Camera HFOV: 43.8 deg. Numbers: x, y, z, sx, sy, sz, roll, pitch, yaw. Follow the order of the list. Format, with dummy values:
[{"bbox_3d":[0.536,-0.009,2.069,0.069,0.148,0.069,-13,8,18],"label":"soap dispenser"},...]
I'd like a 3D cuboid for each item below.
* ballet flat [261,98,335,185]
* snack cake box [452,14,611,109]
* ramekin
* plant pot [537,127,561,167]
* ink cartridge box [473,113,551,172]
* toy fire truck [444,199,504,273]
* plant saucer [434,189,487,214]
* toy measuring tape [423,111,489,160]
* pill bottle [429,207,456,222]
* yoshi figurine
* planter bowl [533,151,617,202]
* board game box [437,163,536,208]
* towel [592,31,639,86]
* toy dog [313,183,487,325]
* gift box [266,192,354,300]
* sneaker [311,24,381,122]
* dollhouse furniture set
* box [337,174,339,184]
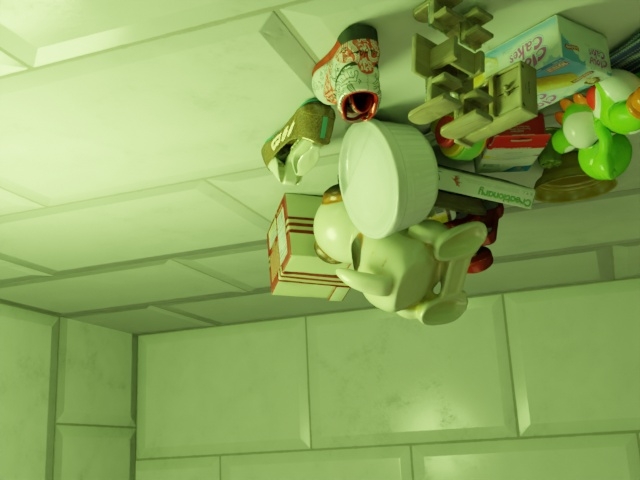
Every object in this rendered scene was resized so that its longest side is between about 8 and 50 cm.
[{"bbox_3d":[-0.054,-0.198,1.806,0.116,0.124,0.342,5,163,-24],"label":"ballet flat"},{"bbox_3d":[0.397,-0.318,1.527,0.152,0.089,0.264,10,160,-35],"label":"snack cake box"},{"bbox_3d":[0.157,-0.145,1.804,0.127,0.273,0.273,-10,168,-26],"label":"ramekin"},{"bbox_3d":[0.550,-0.219,1.917,0.083,0.079,0.083,-3,164,-1],"label":"plant pot"},{"bbox_3d":[0.441,-0.232,1.853,0.134,0.078,0.231,-2,165,-1],"label":"ink cartridge box"},{"bbox_3d":[0.383,-0.025,2.343,0.302,0.169,0.254,-12,-154,24],"label":"toy fire truck"},{"bbox_3d":[0.288,-0.118,2.005,0.278,0.041,0.278,14,-169,-3],"label":"plant saucer"},{"bbox_3d":[0.289,-0.217,1.817,0.121,0.121,0.330,5,163,-24],"label":"toy measuring tape"},{"bbox_3d":[0.259,-0.086,2.208,0.215,0.117,0.117,-16,162,7],"label":"pill bottle"},{"bbox_3d":[0.621,-0.227,1.618,0.204,0.203,0.362,-3,171,-16],"label":"yoshi figurine"},{"bbox_3d":[0.654,-0.173,2.075,0.217,0.090,0.217,-2,164,-1],"label":"planter bowl"},{"bbox_3d":[0.350,-0.145,1.964,0.305,0.053,0.193,11,-171,-13],"label":"board game box"},{"bbox_3d":[0.712,-0.349,1.587,0.336,0.040,0.243,5,165,-20],"label":"towel"},{"bbox_3d":[0.147,0.025,2.014,0.395,0.284,0.408,-19,-143,-28],"label":"toy dog"},{"bbox_3d":[0.000,0.000,2.309,0.258,0.276,0.255,6,149,-17],"label":"gift box"},{"bbox_3d":[0.044,-0.278,1.504,0.090,0.145,0.270,2,164,-16],"label":"sneaker"},{"bbox_3d":[0.236,-0.271,1.389,0.242,0.212,0.161,19,155,-33],"label":"dollhouse furniture set"},{"bbox_3d":[0.121,-0.152,2.174,0.116,0.029,0.162,-8,165,14],"label":"box"}]
